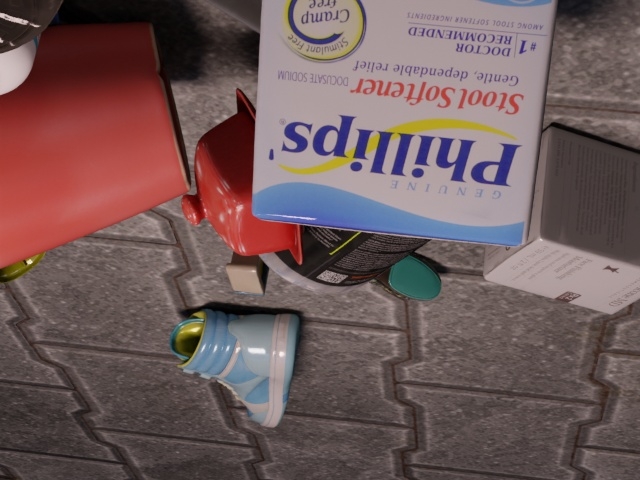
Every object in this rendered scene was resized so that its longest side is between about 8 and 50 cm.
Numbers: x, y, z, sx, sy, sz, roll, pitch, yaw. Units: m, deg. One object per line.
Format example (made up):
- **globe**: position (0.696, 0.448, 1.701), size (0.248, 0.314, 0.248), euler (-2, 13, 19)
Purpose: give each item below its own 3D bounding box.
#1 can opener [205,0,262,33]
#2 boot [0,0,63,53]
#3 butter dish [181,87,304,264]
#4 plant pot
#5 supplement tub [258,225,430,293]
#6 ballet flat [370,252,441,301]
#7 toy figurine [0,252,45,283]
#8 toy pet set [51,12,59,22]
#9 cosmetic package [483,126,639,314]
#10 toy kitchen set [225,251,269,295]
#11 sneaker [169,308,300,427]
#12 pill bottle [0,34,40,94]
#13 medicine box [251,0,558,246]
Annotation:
- **can opener**: position (-0.138, -0.268, 1.502), size (0.280, 0.074, 0.093), euler (21, 123, -37)
- **boot**: position (-0.233, -0.324, 1.179), size (0.138, 0.284, 0.377), euler (21, 152, -26)
- **butter dish**: position (-0.093, -0.052, 1.627), size (0.118, 0.160, 0.160), euler (-23, 149, -12)
- **plant pot**: position (-0.281, -0.122, 1.667), size (0.243, 0.275, 0.275), euler (-14, 155, -2)
- **supplement tub**: position (0.061, -0.081, 1.706), size (0.207, 0.207, 0.338), euler (18, 155, -19)
- **ballet flat**: position (0.086, 0.035, 2.145), size (0.188, 0.070, 0.070), euler (24, 152, -27)
- **toy figurine**: position (-0.445, -0.101, 1.989), size (0.217, 0.191, 0.362), euler (39, 163, 6)
- **toy pet set**: position (-0.307, -0.282, 1.600), size (0.122, 0.065, 0.114), euler (1, 120, 11)
- **cosmetic package**: position (0.314, -0.021, 1.815), size (0.184, 0.151, 0.151), euler (16, 156, -15)
- **toy kitchen set**: position (0.000, 0.000, 1.952), size (0.207, 0.166, 0.122), euler (3, 155, 13)
- **sneaker**: position (-0.149, 0.204, 2.510), size (0.208, 0.127, 0.319), euler (8, 146, -2)
- **pill bottle**: position (-0.330, -0.237, 1.427), size (0.146, 0.264, 0.146), euler (8, 156, 4)
- **medicine box**: position (0.081, -0.162, 1.414), size (0.263, 0.149, 0.289), euler (6, 111, 6)
